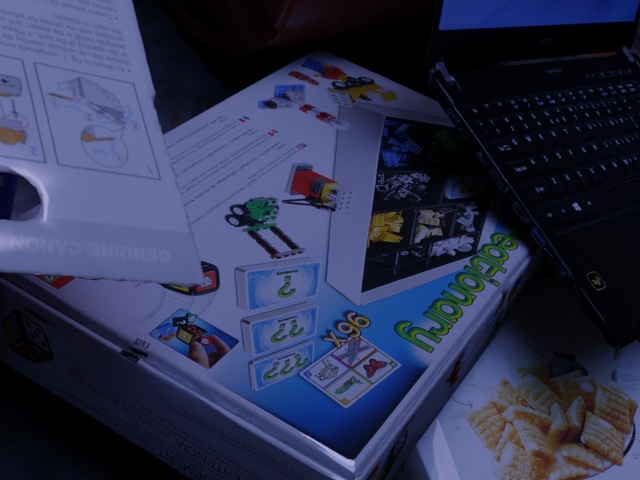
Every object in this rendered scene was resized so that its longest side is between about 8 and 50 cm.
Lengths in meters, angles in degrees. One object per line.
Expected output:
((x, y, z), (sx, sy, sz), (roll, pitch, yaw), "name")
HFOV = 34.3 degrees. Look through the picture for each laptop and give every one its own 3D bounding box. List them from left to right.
((0.181, -0.109, 0.566), (0.234, 0.136, 0.264), (-14, 66, -45), "laptop")

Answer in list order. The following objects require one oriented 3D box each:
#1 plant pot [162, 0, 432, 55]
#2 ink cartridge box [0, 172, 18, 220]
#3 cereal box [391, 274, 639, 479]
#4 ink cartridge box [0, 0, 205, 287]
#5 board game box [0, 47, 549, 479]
((0.029, -0.248, 0.678), (0.265, 0.272, 0.272), (-24, 66, -31), "plant pot")
((-0.263, -0.012, 0.341), (0.311, 0.065, 0.186), (10, 87, -33), "ink cartridge box")
((0.123, 0.127, 0.528), (0.173, 0.047, 0.240), (-4, 55, -28), "cereal box")
((-0.153, -0.081, 0.347), (0.189, 0.066, 0.232), (6, 59, -41), "ink cartridge box")
((0.000, 0.000, 0.522), (0.193, 0.053, 0.305), (28, 36, 18), "board game box")
